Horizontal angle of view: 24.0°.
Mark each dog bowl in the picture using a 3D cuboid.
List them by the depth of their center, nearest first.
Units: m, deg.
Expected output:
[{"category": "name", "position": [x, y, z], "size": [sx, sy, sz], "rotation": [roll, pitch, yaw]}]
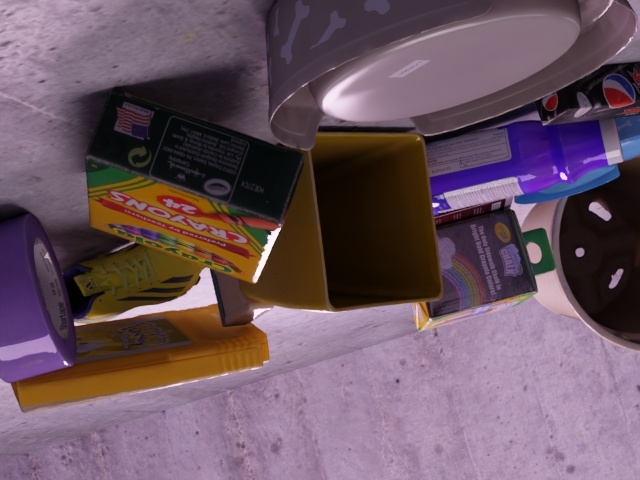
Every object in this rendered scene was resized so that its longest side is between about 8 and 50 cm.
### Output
[{"category": "dog bowl", "position": [0.108, -0.189, 1.377], "size": [0.349, 0.102, 0.349], "rotation": [-15, 168, -3]}, {"category": "dog bowl", "position": [0.376, -0.132, 2.091], "size": [0.166, 0.074, 0.297], "rotation": [-9, 168, -29]}]

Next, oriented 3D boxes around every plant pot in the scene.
[{"category": "plant pot", "position": [0.004, -0.016, 1.873], "size": [0.187, 0.212, 0.212], "rotation": [-9, 176, 44]}, {"category": "plant pot", "position": [0.470, 0.012, 2.402], "size": [0.334, 0.334, 0.305], "rotation": [-13, 180, -13]}]

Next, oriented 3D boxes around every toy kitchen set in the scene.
[{"category": "toy kitchen set", "position": [-0.069, 0.027, 2.021], "size": [0.207, 0.166, 0.122], "rotation": [-5, 166, -42]}]

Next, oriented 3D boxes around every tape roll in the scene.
[{"category": "tape roll", "position": [-0.355, 0.068, 1.781], "size": [0.080, 0.189, 0.189], "rotation": [-17, 169, 0]}]

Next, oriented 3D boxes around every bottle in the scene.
[{"category": "bottle", "position": [0.246, -0.103, 1.946], "size": [0.283, 0.092, 0.118], "rotation": [-13, 170, 13]}]

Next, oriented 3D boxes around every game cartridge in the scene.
[{"category": "game cartridge", "position": [-0.249, 0.145, 1.981], "size": [0.324, 0.052, 0.285], "rotation": [-11, -170, -15]}]

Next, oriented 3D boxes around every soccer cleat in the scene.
[{"category": "soccer cleat", "position": [-0.268, 0.051, 2.063], "size": [0.289, 0.093, 0.121], "rotation": [-25, 163, 40]}]

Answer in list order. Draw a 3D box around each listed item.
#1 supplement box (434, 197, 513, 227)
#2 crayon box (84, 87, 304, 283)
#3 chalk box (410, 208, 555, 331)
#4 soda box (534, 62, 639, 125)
[{"category": "supplement box", "position": [0.154, -0.051, 2.183], "size": [0.239, 0.073, 0.130], "rotation": [-17, 169, 1]}, {"category": "crayon box", "position": [-0.138, -0.042, 1.582], "size": [0.202, 0.081, 0.318], "rotation": [19, 165, -2]}, {"category": "chalk box", "position": [0.235, 0.039, 2.210], "size": [0.213, 0.132, 0.132], "rotation": [-13, 170, -8]}, {"category": "soda box", "position": [0.345, -0.182, 1.855], "size": [0.169, 0.053, 0.060], "rotation": [-9, 167, -32]}]
